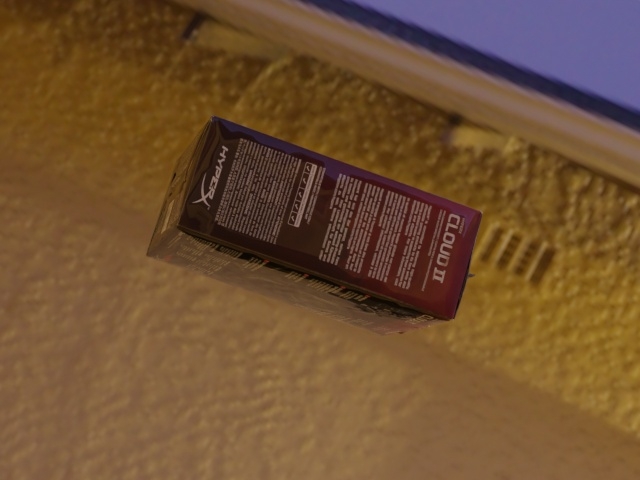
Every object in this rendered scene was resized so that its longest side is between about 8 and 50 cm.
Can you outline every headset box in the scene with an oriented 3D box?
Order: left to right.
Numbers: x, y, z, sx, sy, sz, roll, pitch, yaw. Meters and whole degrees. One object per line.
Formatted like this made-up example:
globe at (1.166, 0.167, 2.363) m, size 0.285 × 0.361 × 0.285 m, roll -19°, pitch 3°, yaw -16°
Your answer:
headset box at (0.000, 0.000, 0.370) m, size 0.083 × 0.032 × 0.062 m, roll 18°, pitch -11°, yaw -11°
